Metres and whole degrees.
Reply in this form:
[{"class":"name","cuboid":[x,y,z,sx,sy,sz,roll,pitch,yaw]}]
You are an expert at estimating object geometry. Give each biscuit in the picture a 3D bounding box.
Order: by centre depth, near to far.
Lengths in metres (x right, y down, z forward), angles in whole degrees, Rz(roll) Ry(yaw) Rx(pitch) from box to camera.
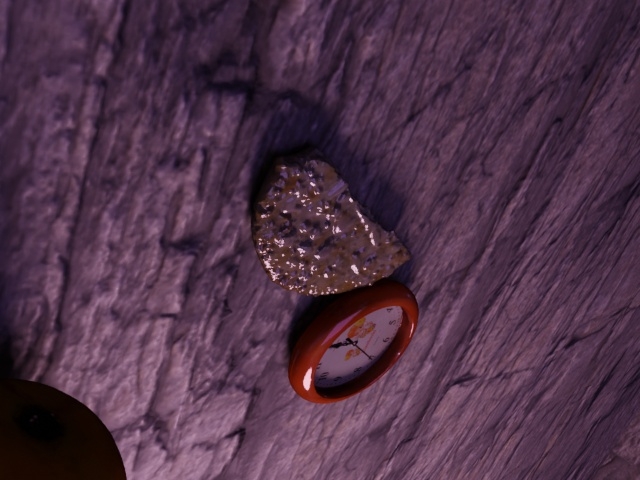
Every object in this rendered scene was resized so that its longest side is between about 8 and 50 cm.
[{"class":"biscuit","cuboid":[-0.001,-0.001,0.895,0.141,0.038,0.290,-46,142,1]}]

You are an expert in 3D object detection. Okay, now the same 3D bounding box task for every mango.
[{"class":"mango","cuboid":[-0.311,0.279,0.715,0.264,0.221,0.378,-10,141,-41]}]

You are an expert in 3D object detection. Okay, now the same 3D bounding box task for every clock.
[{"class":"clock","cuboid":[0.045,0.135,1.054,0.205,0.051,0.205,-26,140,-24]}]
